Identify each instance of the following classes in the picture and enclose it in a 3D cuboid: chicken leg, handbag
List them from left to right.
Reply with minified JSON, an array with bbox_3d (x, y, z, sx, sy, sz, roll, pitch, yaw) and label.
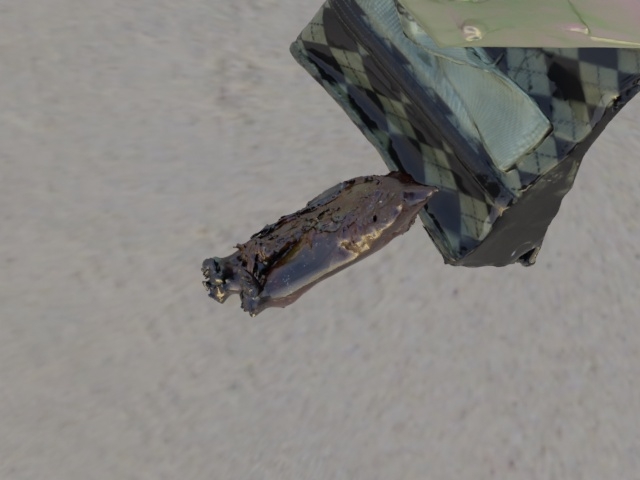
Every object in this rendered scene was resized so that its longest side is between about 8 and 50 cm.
[{"bbox_3d":[0.000,0.000,1.412,0.233,0.105,0.063,-29,114,16],"label":"chicken leg"},{"bbox_3d":[0.188,-0.205,1.483,0.416,0.180,0.317,-52,55,30],"label":"handbag"}]

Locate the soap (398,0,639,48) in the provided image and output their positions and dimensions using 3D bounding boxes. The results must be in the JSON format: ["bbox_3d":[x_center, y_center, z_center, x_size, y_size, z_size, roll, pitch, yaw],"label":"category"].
[{"bbox_3d":[0.149,-0.231,1.103,0.182,0.138,0.199,2,71,25],"label":"soap"}]
